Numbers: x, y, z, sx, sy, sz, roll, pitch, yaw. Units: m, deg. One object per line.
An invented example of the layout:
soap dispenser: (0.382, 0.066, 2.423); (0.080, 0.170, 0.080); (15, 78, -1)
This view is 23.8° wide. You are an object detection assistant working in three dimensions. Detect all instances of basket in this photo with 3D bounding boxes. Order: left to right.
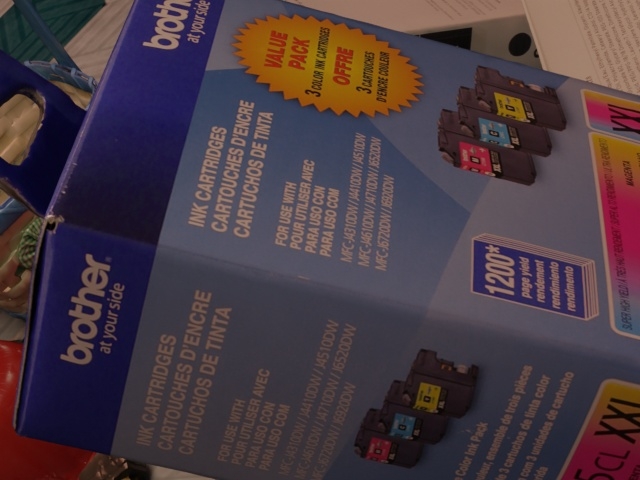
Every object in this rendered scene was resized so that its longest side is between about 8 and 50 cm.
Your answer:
basket: (-0.304, -0.085, 1.386); (0.201, 0.289, 0.254); (15, 64, 52)

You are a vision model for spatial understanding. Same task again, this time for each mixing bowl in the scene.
mixing bowl: (-0.281, 0.152, 1.287); (0.181, 0.098, 0.181); (-20, 42, 20)

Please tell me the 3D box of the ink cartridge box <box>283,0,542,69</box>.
ink cartridge box: (0.086, -0.194, 1.307); (0.333, 0.065, 0.165); (-11, 34, -18)

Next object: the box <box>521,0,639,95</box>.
box: (0.240, -0.089, 1.060); (0.119, 0.181, 0.182); (-25, 40, 16)

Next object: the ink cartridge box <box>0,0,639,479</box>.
ink cartridge box: (0.000, 0.000, 0.823); (0.396, 0.151, 0.270); (12, 36, -4)

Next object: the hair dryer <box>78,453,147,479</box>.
hair dryer: (-0.249, 0.282, 1.146); (0.294, 0.080, 0.223); (-31, 39, 9)
